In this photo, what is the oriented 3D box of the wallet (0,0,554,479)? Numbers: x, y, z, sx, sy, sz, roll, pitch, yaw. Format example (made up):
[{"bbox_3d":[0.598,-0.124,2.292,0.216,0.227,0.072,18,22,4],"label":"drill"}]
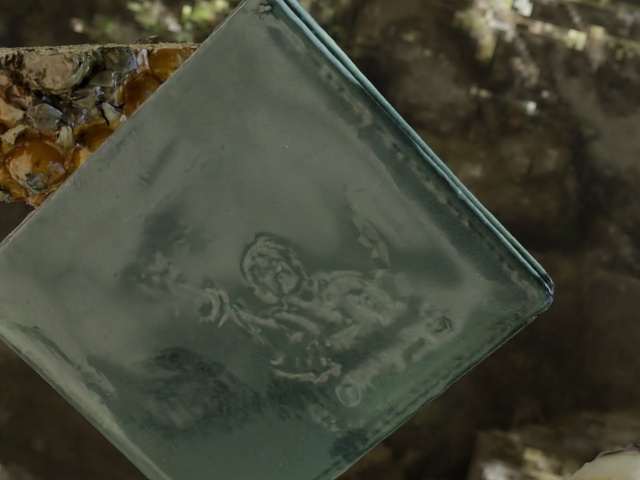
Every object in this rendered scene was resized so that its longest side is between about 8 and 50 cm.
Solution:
[{"bbox_3d":[-0.043,0.028,0.955,0.290,0.251,0.054,-41,-172,22],"label":"wallet"}]

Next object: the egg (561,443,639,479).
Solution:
[{"bbox_3d":[0.333,0.402,1.671,0.201,0.337,0.337,44,48,-38],"label":"egg"}]

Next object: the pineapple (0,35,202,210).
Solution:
[{"bbox_3d":[-0.175,-0.082,1.183,0.164,0.250,0.139,10,-77,63],"label":"pineapple"}]
